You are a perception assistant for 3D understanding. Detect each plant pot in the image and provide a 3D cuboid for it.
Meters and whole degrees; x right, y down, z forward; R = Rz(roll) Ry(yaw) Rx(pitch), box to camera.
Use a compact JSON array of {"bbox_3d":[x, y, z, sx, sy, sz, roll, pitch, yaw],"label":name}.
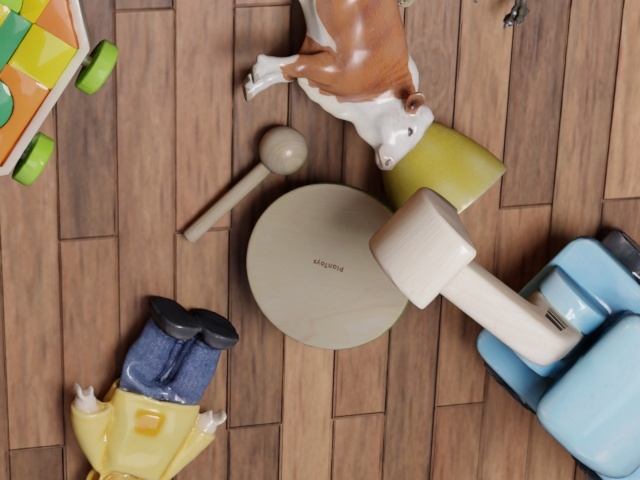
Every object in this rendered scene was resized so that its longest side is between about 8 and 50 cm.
[{"bbox_3d":[0.119,-0.072,1.929,0.134,0.134,0.095,-40,93,3],"label":"plant pot"}]

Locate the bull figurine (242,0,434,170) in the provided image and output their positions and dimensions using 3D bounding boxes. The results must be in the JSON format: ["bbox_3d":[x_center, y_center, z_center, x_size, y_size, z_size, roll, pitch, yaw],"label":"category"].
[{"bbox_3d":[0.014,-0.221,1.829,0.188,0.101,0.310,-8,104,-11],"label":"bull figurine"}]

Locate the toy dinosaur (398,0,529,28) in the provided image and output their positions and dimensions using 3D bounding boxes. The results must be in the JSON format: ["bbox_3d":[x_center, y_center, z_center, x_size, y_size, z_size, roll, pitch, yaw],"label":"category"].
[{"bbox_3d":[0.202,-0.302,1.880,0.268,0.064,0.118,-37,111,-2],"label":"toy dinosaur"}]

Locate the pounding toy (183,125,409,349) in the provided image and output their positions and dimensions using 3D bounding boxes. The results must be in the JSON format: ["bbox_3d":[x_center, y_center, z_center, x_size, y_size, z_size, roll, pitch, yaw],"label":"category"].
[{"bbox_3d":[0.000,0.000,1.945,0.237,0.110,0.183,42,108,1],"label":"pounding toy"}]

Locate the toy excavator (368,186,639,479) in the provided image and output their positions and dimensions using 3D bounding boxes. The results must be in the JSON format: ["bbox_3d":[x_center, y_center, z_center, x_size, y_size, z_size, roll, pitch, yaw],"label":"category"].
[{"bbox_3d":[0.262,0.105,1.885,0.433,0.445,0.222,45,101,4],"label":"toy excavator"}]

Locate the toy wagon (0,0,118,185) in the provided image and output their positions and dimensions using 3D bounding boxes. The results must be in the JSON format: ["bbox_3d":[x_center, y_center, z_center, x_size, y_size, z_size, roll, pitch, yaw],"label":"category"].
[{"bbox_3d":[-0.375,-0.154,1.748,0.267,0.068,0.344,31,107,-17],"label":"toy wagon"}]

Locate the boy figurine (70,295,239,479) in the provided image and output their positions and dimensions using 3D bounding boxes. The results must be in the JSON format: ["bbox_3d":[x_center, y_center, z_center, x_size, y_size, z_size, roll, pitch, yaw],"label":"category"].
[{"bbox_3d":[-0.198,0.203,1.969,0.177,0.092,0.285,20,103,-26],"label":"boy figurine"}]
